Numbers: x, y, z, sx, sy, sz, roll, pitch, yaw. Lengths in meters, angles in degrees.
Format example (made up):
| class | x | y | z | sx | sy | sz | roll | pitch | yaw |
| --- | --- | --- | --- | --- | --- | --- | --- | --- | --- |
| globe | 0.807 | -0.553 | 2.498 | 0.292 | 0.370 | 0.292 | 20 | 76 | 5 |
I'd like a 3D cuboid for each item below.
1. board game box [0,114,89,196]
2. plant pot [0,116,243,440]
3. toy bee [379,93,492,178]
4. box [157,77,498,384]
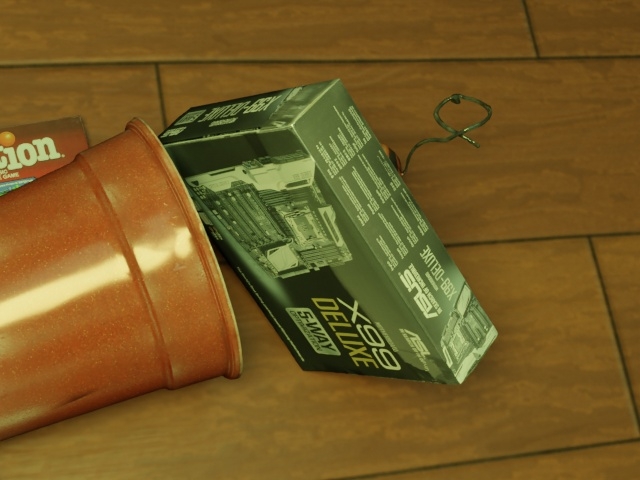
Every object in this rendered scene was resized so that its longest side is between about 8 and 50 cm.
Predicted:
| class | x | y | z | sx | sy | sz | roll | pitch | yaw |
| --- | --- | --- | --- | --- | --- | --- | --- | --- | --- |
| board game box | -0.372 | -0.043 | 1.252 | 0.281 | 0.027 | 0.145 | -12 | 71 | -21 |
| plant pot | -0.249 | 0.055 | 1.131 | 0.265 | 0.272 | 0.272 | -22 | 75 | -16 |
| toy bee | 0.027 | -0.059 | 1.323 | 0.298 | 0.162 | 0.195 | 11 | 43 | 21 |
| box | 0.000 | 0.000 | 1.162 | 0.076 | 0.242 | 0.307 | -47 | 117 | -29 |
